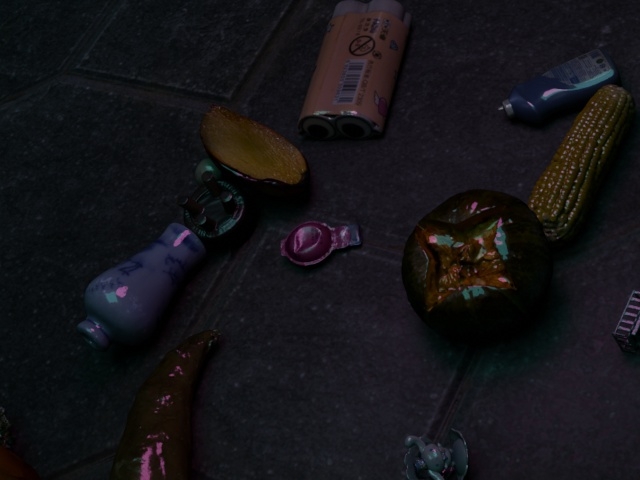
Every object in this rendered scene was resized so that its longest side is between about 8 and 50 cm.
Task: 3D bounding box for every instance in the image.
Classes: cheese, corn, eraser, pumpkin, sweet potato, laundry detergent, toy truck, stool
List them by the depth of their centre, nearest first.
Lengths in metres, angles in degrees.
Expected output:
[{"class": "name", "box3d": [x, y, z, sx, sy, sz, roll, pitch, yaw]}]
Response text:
[{"class": "toy truck", "box3d": [0.509, 0.089, 1.453, 0.115, 0.080, 0.177, 14, 65, 42]}, {"class": "pumpkin", "box3d": [0.241, 0.041, 1.552, 0.238, 0.159, 0.237, -7, 75, 29]}, {"class": "sweet potato", "box3d": [-0.251, 0.315, 1.608, 0.131, 0.130, 0.422, -7, 46, 19]}, {"class": "corn", "box3d": [0.420, -0.122, 1.632, 0.097, 0.097, 0.319, 18, 64, 33]}, {"class": "laundry detergent", "box3d": [0.406, -0.258, 1.749, 0.206, 0.061, 0.096, -21, 53, 10]}, {"class": "cheese", "box3d": [0.000, 0.000, 1.765, 0.145, 0.038, 0.095, -10, 55, 10]}, {"class": "stool", "box3d": [-0.192, -0.076, 1.854, 0.125, 0.121, 0.217, -18, 57, 13]}, {"class": "eraser", "box3d": [0.065, -0.329, 1.937, 0.171, 0.087, 0.290, 3, 59, 22]}]

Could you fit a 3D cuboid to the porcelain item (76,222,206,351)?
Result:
[{"class": "porcelain item", "box3d": [-0.316, 0.084, 1.786, 0.141, 0.141, 0.259, 25, 62, 35]}]

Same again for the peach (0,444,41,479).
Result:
[{"class": "peach", "box3d": [-0.586, 0.462, 1.540, 0.373, 0.290, 0.372, -9, 54, 13]}]

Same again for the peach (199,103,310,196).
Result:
[{"class": "peach", "box3d": [-0.136, -0.153, 1.863, 0.279, 0.189, 0.068, 50, 128, 38]}]

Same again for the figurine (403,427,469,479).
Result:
[{"class": "figurine", "box3d": [0.164, 0.316, 1.442, 0.086, 0.082, 0.094, -4, 60, -5]}]

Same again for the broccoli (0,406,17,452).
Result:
[{"class": "broccoli", "box3d": [-0.610, 0.336, 1.727, 0.167, 0.160, 0.154, 36, 104, 27]}]
